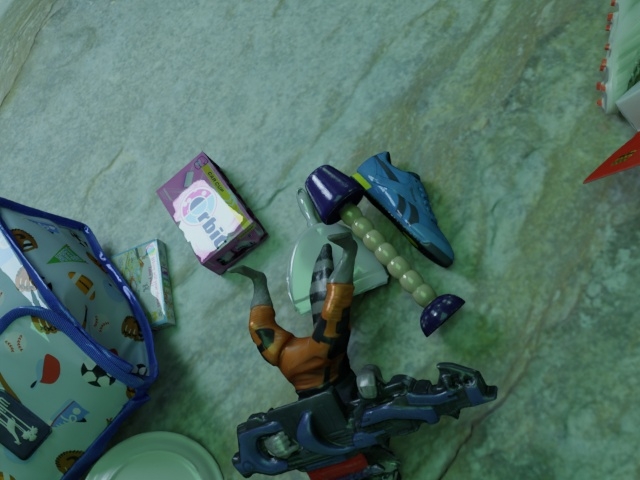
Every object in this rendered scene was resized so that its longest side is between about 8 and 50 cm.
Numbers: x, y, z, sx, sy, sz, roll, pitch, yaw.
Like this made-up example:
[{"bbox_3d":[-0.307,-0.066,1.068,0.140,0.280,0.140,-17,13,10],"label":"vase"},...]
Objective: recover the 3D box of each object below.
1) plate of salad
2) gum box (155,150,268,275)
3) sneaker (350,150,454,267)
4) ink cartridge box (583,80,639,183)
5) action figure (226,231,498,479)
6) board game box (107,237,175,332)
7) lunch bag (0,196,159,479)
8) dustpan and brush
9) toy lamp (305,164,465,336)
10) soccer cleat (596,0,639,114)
[{"bbox_3d":[-0.230,0.368,0.787,0.199,0.048,0.200,8,58,-12],"label":"plate of salad"},{"bbox_3d":[-0.179,-0.043,0.945,0.107,0.062,0.188,-40,62,3],"label":"gum box"},{"bbox_3d":[0.133,-0.053,0.828,0.082,0.069,0.209,-39,62,-1],"label":"sneaker"},{"bbox_3d":[0.433,-0.180,0.626,0.238,0.275,0.060,-38,91,-13],"label":"ink cartridge box"},{"bbox_3d":[0.046,0.158,0.713,0.341,0.178,0.331,-17,86,23],"label":"action figure"},{"bbox_3d":[-0.304,0.084,0.965,0.103,0.026,0.154,-21,64,13],"label":"board game box"},{"bbox_3d":[-0.443,0.180,0.857,0.328,0.239,0.385,-48,64,10],"label":"lunch bag"},{"bbox_3d":[0.000,0.000,0.870,0.147,0.060,0.211,-21,71,-2],"label":"dustpan and brush"},{"bbox_3d":[0.081,0.004,0.791,0.080,0.080,0.275,-42,76,1],"label":"toy lamp"},{"bbox_3d":[0.434,-0.263,0.795,0.076,0.068,0.197,10,71,21],"label":"soccer cleat"}]
